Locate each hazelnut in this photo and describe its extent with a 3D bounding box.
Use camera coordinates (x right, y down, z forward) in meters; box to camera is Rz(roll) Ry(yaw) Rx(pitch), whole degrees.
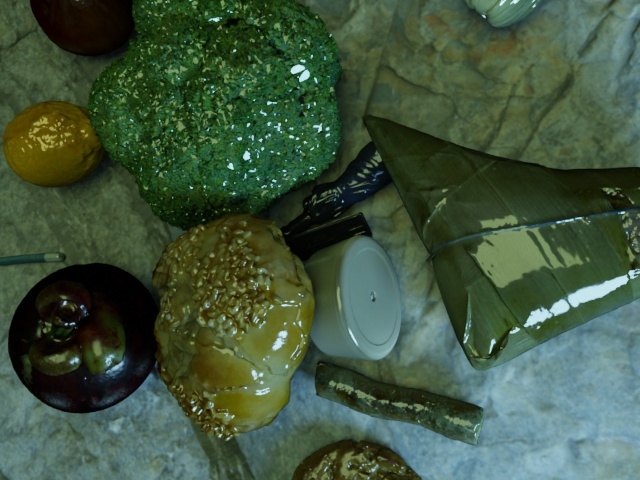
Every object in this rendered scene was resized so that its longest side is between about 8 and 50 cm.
[{"bbox_3d":[-0.397,-0.412,1.175,0.177,0.178,0.204,-4,83,14],"label":"hazelnut"}]

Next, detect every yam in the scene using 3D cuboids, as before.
[{"bbox_3d":[0.107,0.234,1.027,0.252,0.061,0.061,13,87,17],"label":"yam"}]

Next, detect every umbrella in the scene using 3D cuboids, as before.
[{"bbox_3d":[0.020,-0.067,1.088,0.248,0.071,0.071,-37,76,17],"label":"umbrella"}]

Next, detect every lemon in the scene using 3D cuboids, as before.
[{"bbox_3d":[-0.432,-0.161,1.169,0.187,0.142,0.142,-11,81,16],"label":"lemon"}]

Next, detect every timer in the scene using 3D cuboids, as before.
[{"bbox_3d":[-0.035,0.099,1.053,0.266,0.175,0.175,-11,81,32],"label":"timer"}]

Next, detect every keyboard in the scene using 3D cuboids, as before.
[{"bbox_3d":[0.000,0.000,1.090,0.155,0.053,0.010,-19,37,11],"label":"keyboard"}]

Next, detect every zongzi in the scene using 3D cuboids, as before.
[{"bbox_3d":[0.285,-0.072,0.952,0.356,0.174,0.393,-26,80,10],"label":"zongzi"}]

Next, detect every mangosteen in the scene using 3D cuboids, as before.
[{"bbox_3d":[-0.351,0.138,1.051,0.228,0.265,0.228,1,75,-4],"label":"mangosteen"}]

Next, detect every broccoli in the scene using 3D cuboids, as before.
[{"bbox_3d":[-0.134,-0.190,1.020,0.321,0.310,0.414,11,121,21],"label":"broccoli"}]

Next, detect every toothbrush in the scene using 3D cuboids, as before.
[{"bbox_3d":[-0.573,0.036,1.247,0.275,0.019,0.025,-6,75,14],"label":"toothbrush"}]

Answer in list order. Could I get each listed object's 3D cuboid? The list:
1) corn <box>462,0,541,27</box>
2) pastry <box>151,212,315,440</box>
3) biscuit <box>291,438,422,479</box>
[{"bbox_3d":[0.309,-0.445,0.983,0.123,0.122,0.305,46,120,28],"label":"corn"},{"bbox_3d":[-0.138,0.117,0.966,0.255,0.161,0.311,32,119,39],"label":"pastry"},{"bbox_3d":[0.050,0.400,1.033,0.225,0.042,0.226,-2,83,13],"label":"biscuit"}]
